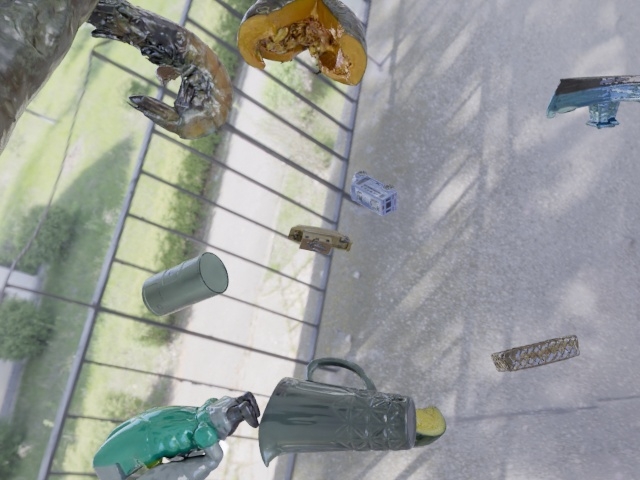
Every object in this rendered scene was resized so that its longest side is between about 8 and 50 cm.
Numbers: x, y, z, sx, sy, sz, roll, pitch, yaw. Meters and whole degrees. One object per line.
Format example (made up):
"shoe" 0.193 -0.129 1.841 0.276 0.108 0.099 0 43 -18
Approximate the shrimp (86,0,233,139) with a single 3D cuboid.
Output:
"shrimp" -0.311 -0.327 1.032 0.071 0.365 0.233 -10 74 39

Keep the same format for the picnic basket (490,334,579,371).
"picnic basket" 0.503 0.267 1.255 0.193 0.110 0.055 -14 76 -4

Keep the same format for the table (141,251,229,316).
"table" -0.383 0.126 1.527 0.220 0.126 0.126 -23 54 25

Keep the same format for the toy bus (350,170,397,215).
"toy bus" 0.141 -0.135 1.520 0.076 0.073 0.167 -30 42 -27

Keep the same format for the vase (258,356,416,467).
"vase" 0.043 0.357 1.115 0.301 0.156 0.251 -3 48 21

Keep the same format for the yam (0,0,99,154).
"yam" -0.167 -0.127 0.306 0.061 0.061 0.274 -24 42 38

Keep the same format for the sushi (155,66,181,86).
"sushi" -0.367 -0.441 1.362 0.120 0.055 0.052 -39 8 3

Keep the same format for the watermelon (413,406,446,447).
"watermelon" 0.246 0.477 1.345 0.092 0.181 0.075 48 117 39

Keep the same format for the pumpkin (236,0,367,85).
"pumpkin" -0.019 -0.299 0.768 0.119 0.183 0.107 113 169 -65

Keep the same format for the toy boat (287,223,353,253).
"toy boat" 0.000 0.000 1.646 0.077 0.200 0.057 -94 18 -50

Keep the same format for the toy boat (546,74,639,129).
"toy boat" 0.335 -0.163 0.634 0.060 0.137 0.061 -111 19 -72

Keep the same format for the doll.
"doll" -0.224 0.336 0.845 0.258 0.195 0.153 -17 97 29
